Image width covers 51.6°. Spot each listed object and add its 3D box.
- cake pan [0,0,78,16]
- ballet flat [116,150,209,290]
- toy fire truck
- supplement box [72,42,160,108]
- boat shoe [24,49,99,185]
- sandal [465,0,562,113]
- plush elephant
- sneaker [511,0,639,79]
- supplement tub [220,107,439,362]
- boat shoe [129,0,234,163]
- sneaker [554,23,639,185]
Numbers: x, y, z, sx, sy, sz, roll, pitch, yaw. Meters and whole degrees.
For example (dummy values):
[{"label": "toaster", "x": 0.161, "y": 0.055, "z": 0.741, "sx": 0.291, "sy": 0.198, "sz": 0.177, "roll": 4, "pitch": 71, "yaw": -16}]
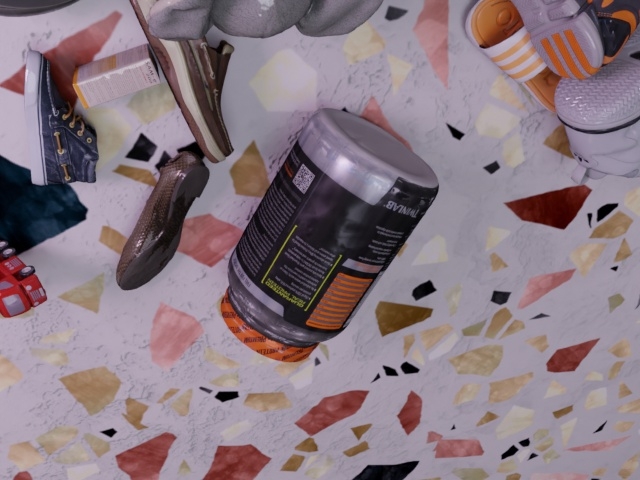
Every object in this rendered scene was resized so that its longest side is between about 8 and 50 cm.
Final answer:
[{"label": "cake pan", "x": -0.302, "y": -0.360, "z": 0.643, "sx": 0.293, "sy": 0.054, "sz": 0.293, "roll": -23, "pitch": 133, "yaw": -27}, {"label": "ballet flat", "x": -0.238, "y": -0.028, "z": 0.960, "sx": 0.084, "sy": 0.058, "sz": 0.250, "roll": -15, "pitch": 144, "yaw": -54}, {"label": "toy fire truck", "x": -0.468, "y": 0.058, "z": 0.887, "sx": 0.135, "sy": 0.192, "sz": 0.047, "roll": -34, "pitch": 134, "yaw": -30}, {"label": "supplement box", "x": -0.252, "y": -0.205, "z": 0.822, "sx": 0.098, "sy": 0.062, "sz": 0.036, "roll": -20, "pitch": 127, "yaw": -3}, {"label": "boat shoe", "x": -0.326, "y": -0.152, "z": 0.838, "sx": 0.083, "sy": 0.065, "sz": 0.183, "roll": -2, "pitch": 131, "yaw": -19}, {"label": "sandal", "x": 0.322, "y": -0.265, "z": 0.959, "sx": 0.265, "sy": 0.076, "sz": 0.102, "roll": 31, "pitch": 110, "yaw": -32}, {"label": "plush elephant", "x": -0.062, "y": -0.333, "z": 0.685, "sx": 0.271, "sy": 0.330, "sz": 0.255, "roll": -2, "pitch": 145, "yaw": -28}, {"label": "sneaker", "x": 0.316, "y": -0.385, "z": 0.861, "sx": 0.180, "sy": 0.124, "sz": 0.321, "roll": -42, "pitch": 112, "yaw": -18}, {"label": "supplement tub", "x": 0.000, "y": 0.000, "z": 0.956, "sx": 0.207, "sy": 0.207, "sz": 0.338, "roll": 20, "pitch": 115, "yaw": -29}, {"label": "boat shoe", "x": -0.149, "y": -0.219, "z": 0.829, "sx": 0.095, "sy": 0.095, "sz": 0.258, "roll": -26, "pitch": 127, "yaw": -7}, {"label": "sneaker", "x": 0.512, "y": -0.236, "z": 1.013, "sx": 0.365, "sy": 0.137, "sz": 0.210, "roll": -36, "pitch": 141, "yaw": -7}]
